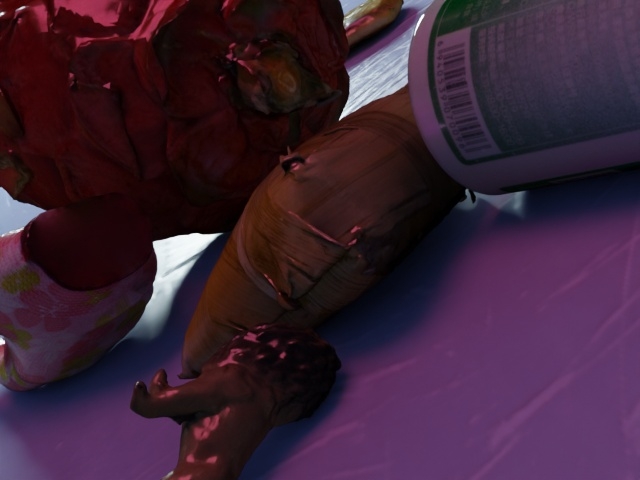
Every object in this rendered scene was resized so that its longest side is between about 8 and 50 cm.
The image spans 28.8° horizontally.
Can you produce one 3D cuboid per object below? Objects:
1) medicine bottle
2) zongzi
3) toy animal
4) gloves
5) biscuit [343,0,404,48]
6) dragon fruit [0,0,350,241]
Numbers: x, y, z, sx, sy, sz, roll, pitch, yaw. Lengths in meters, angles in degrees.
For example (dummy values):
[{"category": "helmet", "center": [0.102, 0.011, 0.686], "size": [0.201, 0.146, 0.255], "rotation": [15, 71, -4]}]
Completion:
[{"category": "medicine bottle", "center": [0.186, -0.107, 0.676], "size": [0.274, 0.133, 0.133], "rotation": [-9, 31, 47]}, {"category": "zongzi", "center": [0.000, 0.000, 0.795], "size": [0.194, 0.099, 0.197], "rotation": [-37, -8, -49]}, {"category": "toy animal", "center": [-0.076, 0.110, 0.653], "size": [0.220, 0.086, 0.069], "rotation": [-49, -14, -24]}, {"category": "gloves", "center": [-0.207, 0.052, 0.935], "size": [0.145, 0.126, 0.241], "rotation": [-56, 1, -37]}, {"category": "biscuit", "center": [-0.020, -0.194, 1.329], "size": [0.247, 0.029, 0.118], "rotation": [-30, 14, 8]}, {"category": "dragon fruit", "center": [-0.129, -0.131, 1.006], "size": [0.342, 0.277, 0.277], "rotation": [2, 38, 40]}]
